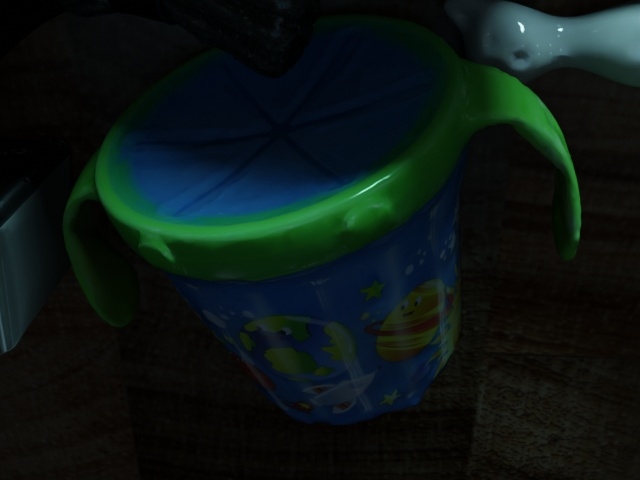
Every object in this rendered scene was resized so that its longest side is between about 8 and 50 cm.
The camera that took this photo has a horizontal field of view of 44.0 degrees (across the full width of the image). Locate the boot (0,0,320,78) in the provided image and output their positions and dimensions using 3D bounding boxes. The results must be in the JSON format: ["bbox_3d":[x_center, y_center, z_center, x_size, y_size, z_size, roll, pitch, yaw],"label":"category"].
[{"bbox_3d":[-0.138,-0.147,0.478,0.260,0.131,0.348,25,107,-11],"label":"boot"}]

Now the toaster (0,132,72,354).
[{"bbox_3d":[-0.281,-0.002,0.571,0.168,0.186,0.110,1,117,2],"label":"toaster"}]

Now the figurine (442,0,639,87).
[{"bbox_3d":[0.181,-0.184,0.500,0.209,0.092,0.215,3,122,11],"label":"figurine"}]

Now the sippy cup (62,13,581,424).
[{"bbox_3d":[0.000,0.000,0.546,0.305,0.240,0.224,19,143,38],"label":"sippy cup"}]
